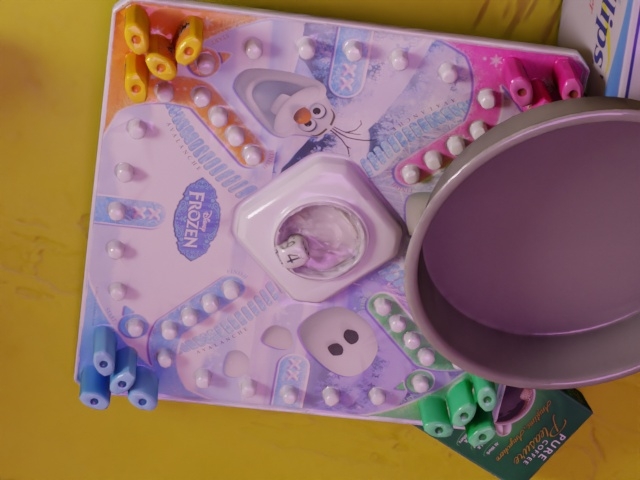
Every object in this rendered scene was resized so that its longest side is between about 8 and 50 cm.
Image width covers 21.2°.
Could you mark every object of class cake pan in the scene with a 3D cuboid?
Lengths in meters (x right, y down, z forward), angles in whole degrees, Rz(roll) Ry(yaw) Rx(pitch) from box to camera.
[{"bbox_3d":[0.209,0.000,1.388,0.293,0.054,0.293,-5,130,-5],"label":"cake pan"}]

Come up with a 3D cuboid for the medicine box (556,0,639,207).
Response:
[{"bbox_3d":[0.360,-0.178,1.435,0.289,0.149,0.263,-2,118,-12],"label":"medicine box"}]

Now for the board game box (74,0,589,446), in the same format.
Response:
[{"bbox_3d":[0.000,0.000,1.452,0.390,0.050,0.390,6,121,-7],"label":"board game box"}]

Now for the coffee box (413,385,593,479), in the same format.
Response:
[{"bbox_3d":[0.156,0.151,1.622,0.184,0.040,0.113,32,107,-25],"label":"coffee box"}]
